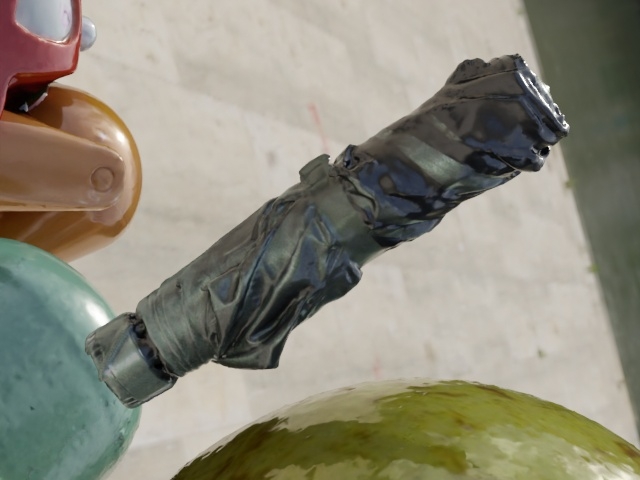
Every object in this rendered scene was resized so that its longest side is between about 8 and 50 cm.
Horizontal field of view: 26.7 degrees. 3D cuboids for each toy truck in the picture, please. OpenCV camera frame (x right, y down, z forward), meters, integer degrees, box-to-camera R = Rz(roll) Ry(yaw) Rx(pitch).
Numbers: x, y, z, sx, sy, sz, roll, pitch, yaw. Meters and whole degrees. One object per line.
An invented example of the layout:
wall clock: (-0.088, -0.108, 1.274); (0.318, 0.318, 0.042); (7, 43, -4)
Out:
toy truck: (-0.215, -0.111, 0.851); (0.239, 0.189, 0.265); (8, 94, -34)

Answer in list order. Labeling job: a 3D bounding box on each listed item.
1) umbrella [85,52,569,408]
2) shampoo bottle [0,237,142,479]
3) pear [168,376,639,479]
umbrella: (0.000, 0.000, 0.471); (0.046, 0.188, 0.050); (51, 12, -36)
shampoo bottle: (-0.220, 0.130, 0.589); (0.349, 0.222, 0.151); (-43, 130, -39)
pear: (0.040, 0.189, 0.500); (0.283, 0.283, 0.284); (-15, 90, -71)
